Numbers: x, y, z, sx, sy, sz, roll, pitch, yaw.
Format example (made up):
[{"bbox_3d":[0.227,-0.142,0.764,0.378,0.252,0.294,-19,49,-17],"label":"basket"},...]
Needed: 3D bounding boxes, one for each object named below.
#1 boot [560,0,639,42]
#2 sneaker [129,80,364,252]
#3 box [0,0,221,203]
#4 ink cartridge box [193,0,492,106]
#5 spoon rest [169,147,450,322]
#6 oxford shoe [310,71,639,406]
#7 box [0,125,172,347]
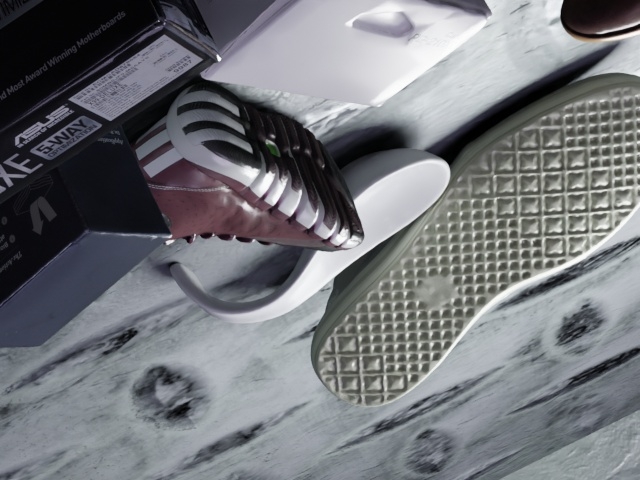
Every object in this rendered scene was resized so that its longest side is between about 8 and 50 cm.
[{"bbox_3d":[0.262,-0.270,1.563,0.248,0.090,0.207,-32,147,18],"label":"boot"},{"bbox_3d":[-0.089,-0.035,1.661,0.162,0.106,0.281,-29,149,19],"label":"sneaker"},{"bbox_3d":[-0.234,-0.122,1.059,0.307,0.242,0.076,-31,159,15],"label":"box"},{"bbox_3d":[-0.030,-0.201,1.116,0.100,0.237,0.172,-39,156,29],"label":"ink cartridge box"},{"bbox_3d":[0.000,0.000,1.851,0.276,0.084,0.137,-28,160,6],"label":"spoon rest"},{"bbox_3d":[0.160,-0.014,1.969,0.449,0.169,0.130,-43,-164,20],"label":"oxford shoe"},{"bbox_3d":[-0.214,-0.028,1.423,0.156,0.158,0.093,-38,157,29],"label":"box"}]
